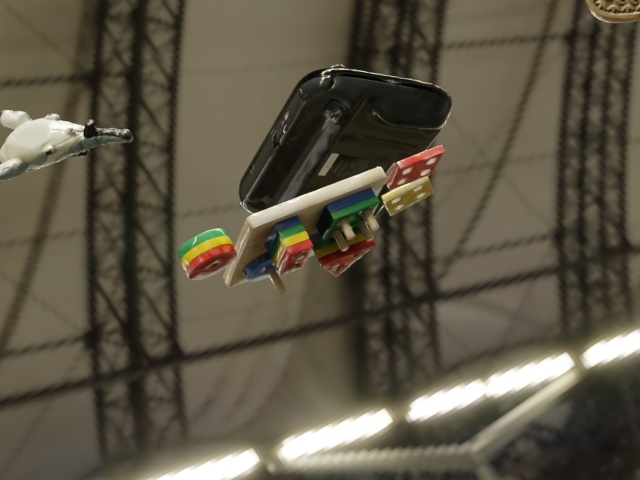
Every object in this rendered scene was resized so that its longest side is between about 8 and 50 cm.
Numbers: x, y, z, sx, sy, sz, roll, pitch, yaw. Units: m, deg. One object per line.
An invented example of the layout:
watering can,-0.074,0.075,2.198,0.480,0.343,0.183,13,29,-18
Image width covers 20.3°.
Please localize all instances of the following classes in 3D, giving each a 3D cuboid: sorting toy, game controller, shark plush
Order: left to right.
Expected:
shark plush,-0.257,-0.102,1.776,0.161,0.073,0.067,-20,-26,24
sorting toy,0.000,0.000,1.570,0.274,0.046,0.132,-22,-18,-22
game controller,0.022,-0.094,1.925,0.166,0.067,0.319,0,-23,-18

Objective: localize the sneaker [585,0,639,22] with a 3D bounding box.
sneaker,0.332,-0.242,1.619,0.192,0.064,0.086,-25,-10,4
